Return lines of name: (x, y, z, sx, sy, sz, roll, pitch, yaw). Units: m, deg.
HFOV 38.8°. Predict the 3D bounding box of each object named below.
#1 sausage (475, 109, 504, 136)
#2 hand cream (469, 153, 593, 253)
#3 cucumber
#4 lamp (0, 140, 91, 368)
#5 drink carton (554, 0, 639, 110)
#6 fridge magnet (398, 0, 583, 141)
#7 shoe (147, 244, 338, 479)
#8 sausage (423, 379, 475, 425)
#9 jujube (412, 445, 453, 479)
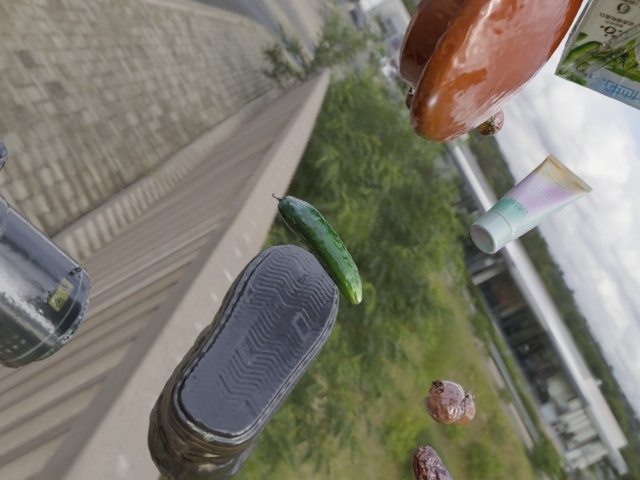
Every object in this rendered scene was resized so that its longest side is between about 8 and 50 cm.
sausage: (0.332, -0.296, 1.904, 0.083, 0.083, 0.264, 53, 15, -36)
hand cream: (0.269, -0.047, 1.182, 0.076, 0.174, 0.047, 47, -24, 22)
cucumber: (0.000, 0.000, 1.013, 0.168, 0.039, 0.039, 52, 7, 22)
lamp: (-0.488, 0.061, 1.411, 0.272, 0.374, 0.205, 31, 42, -24)
drink carton: (0.532, -0.371, 1.460, 0.194, 0.132, 0.324, 25, -29, 6)
fridge magnet: (0.237, -0.291, 1.225, 0.155, 0.363, 0.363, 41, 5, 16)
shoe: (-0.117, 0.192, 1.373, 0.171, 0.237, 0.384, 31, 48, -2)
sausage: (0.240, 0.300, 1.686, 0.087, 0.079, 0.326, 58, 5, 18)
jujube: (0.235, 0.495, 1.920, 0.077, 0.077, 0.129, -71, 139, -76)
